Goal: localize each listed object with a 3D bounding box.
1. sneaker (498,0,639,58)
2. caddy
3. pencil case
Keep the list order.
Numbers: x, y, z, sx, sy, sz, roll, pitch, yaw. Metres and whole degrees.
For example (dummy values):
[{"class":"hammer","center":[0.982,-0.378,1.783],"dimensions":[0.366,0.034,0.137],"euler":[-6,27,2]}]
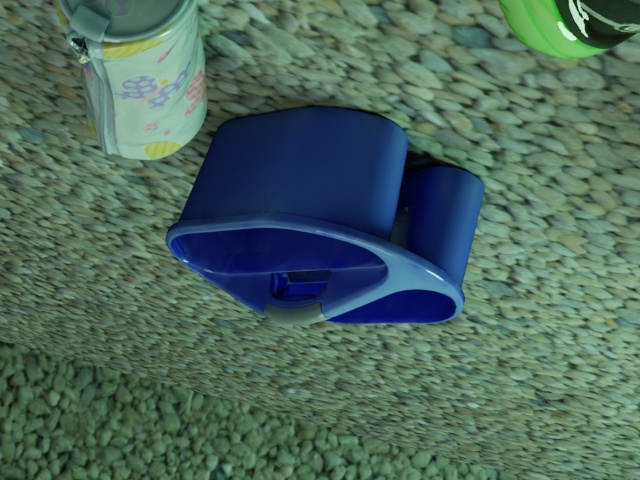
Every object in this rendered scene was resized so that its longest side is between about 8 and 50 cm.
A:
[{"class":"sneaker","center":[0.146,-0.257,0.805],"dimensions":[0.202,0.185,0.483],"euler":[-7,159,16]},{"class":"caddy","center":[0.000,0.000,1.667],"dimensions":[0.241,0.179,0.341],"euler":[29,160,-34]},{"class":"pencil case","center":[-0.155,-0.161,1.416],"dimensions":[0.113,0.124,0.273],"euler":[17,164,4]}]
